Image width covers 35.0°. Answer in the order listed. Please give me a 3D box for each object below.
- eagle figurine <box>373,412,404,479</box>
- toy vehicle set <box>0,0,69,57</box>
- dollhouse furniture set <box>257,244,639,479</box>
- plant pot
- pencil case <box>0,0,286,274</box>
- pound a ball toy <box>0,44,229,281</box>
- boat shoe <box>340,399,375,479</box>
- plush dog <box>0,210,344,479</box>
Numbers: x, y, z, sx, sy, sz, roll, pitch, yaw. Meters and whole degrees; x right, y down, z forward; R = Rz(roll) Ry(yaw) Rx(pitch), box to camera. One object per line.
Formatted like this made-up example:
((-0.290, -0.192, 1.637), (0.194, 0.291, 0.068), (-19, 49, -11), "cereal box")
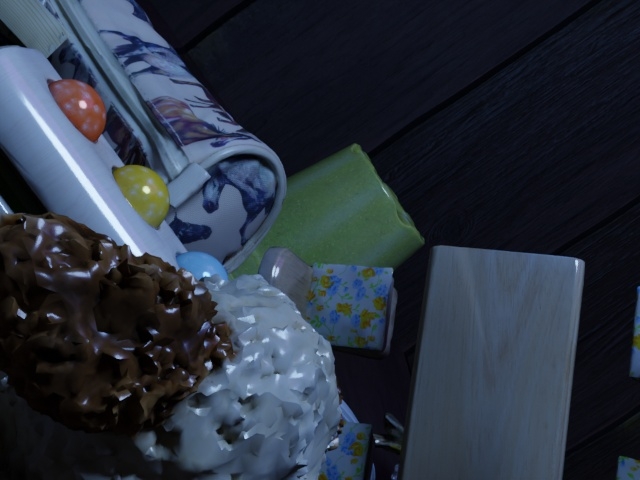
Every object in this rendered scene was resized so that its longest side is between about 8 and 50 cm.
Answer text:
((0.165, 0.336, 1.304), (0.298, 0.226, 0.225), (-121, -165, -72), "eagle figurine")
((-0.337, -0.260, 0.924), (0.166, 0.035, 0.267), (49, -9, -37), "toy vehicle set")
((0.102, 0.190, 0.701), (0.256, 0.362, 0.394), (44, 54, -67), "dollhouse furniture set")
((0.000, 0.000, 1.475), (0.276, 0.254, 0.276), (54, 7, -10), "plant pot")
((-0.187, -0.134, 1.009), (0.410, 0.160, 0.183), (51, 5, 35), "pencil case")
((-0.185, -0.032, 0.795), (0.319, 0.136, 0.208), (55, 6, -6), "pound a ball toy")
((-0.053, 0.147, 0.998), (0.302, 0.109, 0.094), (50, 6, -23), "boat shoe")
((-0.095, 0.095, 0.387), (0.210, 0.225, 0.262), (58, 6, 20), "plush dog")
